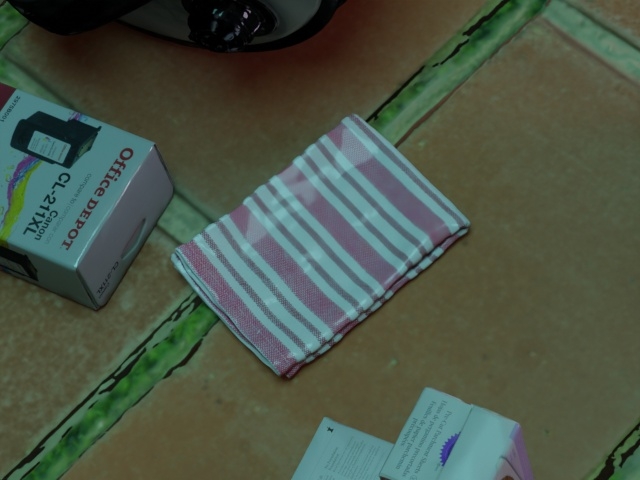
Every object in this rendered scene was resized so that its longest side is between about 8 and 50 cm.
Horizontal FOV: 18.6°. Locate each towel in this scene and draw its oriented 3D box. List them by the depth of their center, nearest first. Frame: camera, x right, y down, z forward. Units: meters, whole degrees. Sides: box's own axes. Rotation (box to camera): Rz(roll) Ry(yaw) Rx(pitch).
[{"bbox_3d":[0.000,0.000,1.508,0.197,0.029,0.144,-39,63,-12],"label":"towel"}]

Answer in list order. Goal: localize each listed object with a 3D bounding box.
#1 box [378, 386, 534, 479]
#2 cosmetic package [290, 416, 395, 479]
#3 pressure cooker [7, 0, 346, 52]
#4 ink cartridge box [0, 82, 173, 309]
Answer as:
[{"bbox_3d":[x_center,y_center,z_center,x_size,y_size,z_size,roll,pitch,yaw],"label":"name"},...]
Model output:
[{"bbox_3d":[0.102,0.194,1.213,0.063,0.324,0.067,22,66,23],"label":"box"},{"bbox_3d":[-0.004,0.248,1.348,0.099,0.060,0.239,21,63,18],"label":"cosmetic package"},{"bbox_3d":[-0.094,-0.347,1.523,0.375,0.370,0.420,17,66,13],"label":"pressure cooker"},{"bbox_3d":[-0.224,-0.040,1.543,0.175,0.072,0.127,21,66,20],"label":"ink cartridge box"}]
